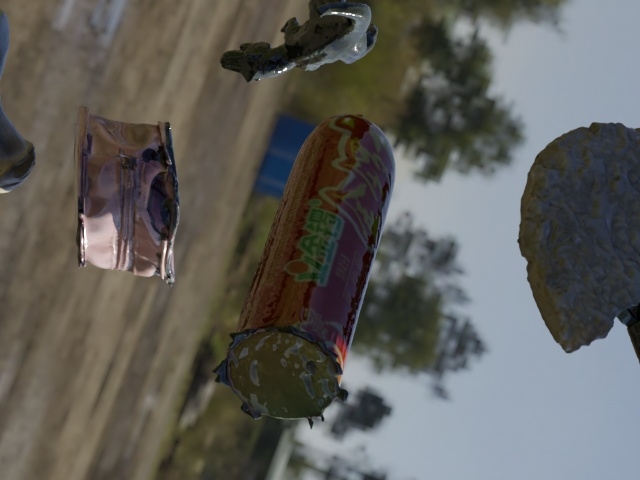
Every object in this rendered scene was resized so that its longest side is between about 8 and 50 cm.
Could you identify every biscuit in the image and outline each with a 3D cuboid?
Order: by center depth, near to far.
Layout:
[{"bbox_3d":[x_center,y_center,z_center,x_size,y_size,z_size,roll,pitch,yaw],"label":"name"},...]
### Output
[{"bbox_3d":[0.211,-0.022,1.380,0.250,0.133,0.032,-33,174,-43],"label":"biscuit"}]

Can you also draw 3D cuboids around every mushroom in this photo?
[{"bbox_3d":[-0.374,-0.157,2.106,0.081,0.092,0.223,-139,-144,-63],"label":"mushroom"}]

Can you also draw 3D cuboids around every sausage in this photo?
[{"bbox_3d":[0.000,0.000,1.224,0.264,0.083,0.083,-73,-178,-48],"label":"sausage"}]

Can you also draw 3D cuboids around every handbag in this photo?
[{"bbox_3d":[-0.219,-0.051,2.147,0.205,0.116,0.179,101,-13,-54],"label":"handbag"}]

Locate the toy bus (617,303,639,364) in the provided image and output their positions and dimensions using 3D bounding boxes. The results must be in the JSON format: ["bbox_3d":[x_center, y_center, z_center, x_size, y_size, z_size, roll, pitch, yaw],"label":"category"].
[{"bbox_3d":[0.325,0.078,1.675,0.091,0.103,0.182,-34,-125,28],"label":"toy bus"}]

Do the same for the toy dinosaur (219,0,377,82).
[{"bbox_3d":[-0.014,-0.180,1.847,0.187,0.087,0.179,-32,-165,28],"label":"toy dinosaur"}]
